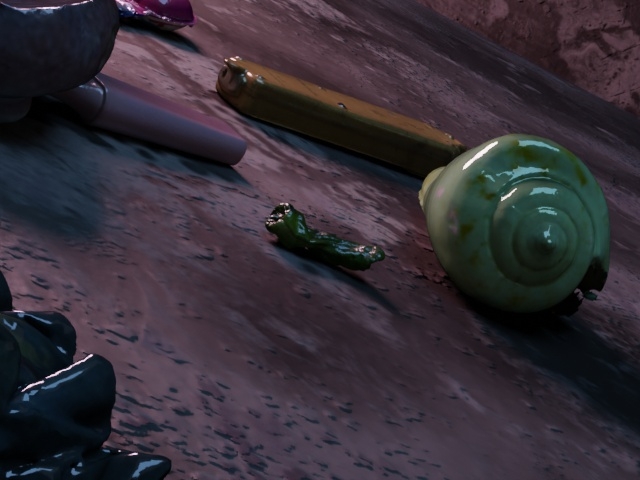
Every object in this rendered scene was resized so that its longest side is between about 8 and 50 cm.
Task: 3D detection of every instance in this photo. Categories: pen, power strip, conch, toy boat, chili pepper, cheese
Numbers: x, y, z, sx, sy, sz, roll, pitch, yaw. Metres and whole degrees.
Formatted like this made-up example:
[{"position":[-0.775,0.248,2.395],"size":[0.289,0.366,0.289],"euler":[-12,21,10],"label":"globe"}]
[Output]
[{"position":[-0.135,-0.092,1.188],"size":[0.197,0.032,0.053],"euler":[18,19,-45],"label":"pen"},{"position":[0.025,-0.109,1.534],"size":[0.305,0.044,0.064],"euler":[15,18,-38],"label":"power strip"},{"position":[0.154,-0.006,1.309],"size":[0.143,0.137,0.250],"euler":[2,-5,0],"label":"conch"},{"position":[-0.214,-0.136,1.097],"size":[0.155,0.085,0.227],"euler":[2,18,-17],"label":"toy boat"},{"position":[0.000,0.001,1.131],"size":[0.091,0.034,0.030],"euler":[24,48,-21],"label":"chili pepper"},{"position":[-0.171,-0.231,1.595],"size":[0.095,0.038,0.145],"euler":[31,20,18],"label":"cheese"}]

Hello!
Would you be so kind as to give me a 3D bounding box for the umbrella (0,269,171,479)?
[{"position":[-0.170,0.063,0.445],"size":[0.143,0.094,0.349],"euler":[29,15,21],"label":"umbrella"}]
